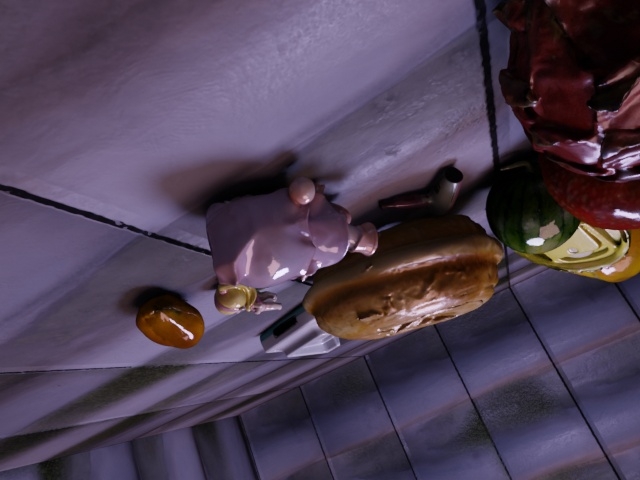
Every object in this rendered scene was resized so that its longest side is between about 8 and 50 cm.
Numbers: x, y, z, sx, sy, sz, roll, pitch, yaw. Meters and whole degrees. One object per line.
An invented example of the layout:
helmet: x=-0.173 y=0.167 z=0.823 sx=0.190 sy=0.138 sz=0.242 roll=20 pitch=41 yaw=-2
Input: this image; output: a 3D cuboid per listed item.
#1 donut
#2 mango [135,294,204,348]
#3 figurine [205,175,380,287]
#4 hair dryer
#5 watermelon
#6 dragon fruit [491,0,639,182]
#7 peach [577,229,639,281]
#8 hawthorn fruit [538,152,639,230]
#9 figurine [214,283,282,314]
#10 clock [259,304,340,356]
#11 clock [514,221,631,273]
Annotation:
donut: x=0.179 y=0.092 z=1.032 sx=0.448 sy=0.198 sz=0.449 roll=-13 pitch=161 yaw=-5
mango: x=-0.283 y=0.146 z=0.880 sx=0.105 sy=0.084 sz=0.159 roll=-11 pitch=141 yaw=10
figurine: x=-0.041 y=-0.005 z=0.690 sx=0.275 sy=0.133 sz=0.200 roll=-8 pitch=151 yaw=-38
hair dryer: x=0.183 y=-0.078 z=0.877 sx=0.154 sy=0.054 sz=0.106 roll=-16 pitch=154 yaw=-7
watermelon: x=0.434 y=-0.077 z=0.964 sx=0.187 sy=0.188 sz=0.215 roll=-21 pitch=119 yaw=-6
dragon fruit: x=0.314 y=-0.188 z=0.487 sx=0.298 sy=0.245 sz=0.244 roll=26 pitch=131 yaw=-33
peach: x=0.780 y=-0.043 z=1.299 sx=0.308 sy=0.288 sz=0.289 roll=-62 pitch=159 yaw=-7
hawthorn fruit: x=0.486 y=-0.141 z=0.740 sx=0.275 sy=0.276 sz=0.299 roll=-29 pitch=150 yaw=14
figurine: x=-0.145 y=0.114 z=0.966 sx=0.083 sy=0.083 sz=0.187 roll=-35 pitch=150 yaw=27
clock: x=-0.013 y=0.268 z=1.411 sx=0.231 sy=0.116 sz=0.262 roll=1 pitch=148 yaw=-46
clock: x=0.585 y=-0.032 z=1.138 sx=0.293 sy=0.071 sz=0.277 roll=42 pitch=149 yaw=-23
